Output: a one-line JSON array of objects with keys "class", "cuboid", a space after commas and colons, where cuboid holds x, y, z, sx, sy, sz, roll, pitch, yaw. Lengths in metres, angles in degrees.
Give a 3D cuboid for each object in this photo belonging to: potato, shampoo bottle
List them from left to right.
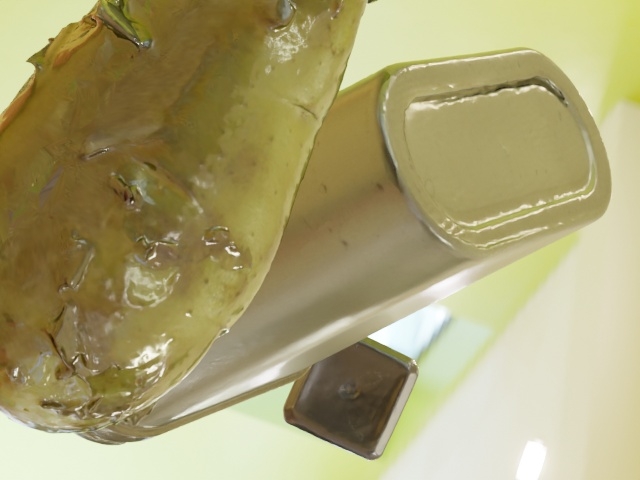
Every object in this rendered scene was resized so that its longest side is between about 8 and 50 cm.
[{"class": "potato", "cuboid": [-0.058, -0.033, 0.618, 0.225, 0.117, 0.090, -56, 164, -5]}, {"class": "shampoo bottle", "cuboid": [0.023, 0.115, 1.308, 0.080, 0.079, 0.246, -64, 177, -4]}]

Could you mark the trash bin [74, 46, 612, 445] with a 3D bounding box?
[{"class": "trash bin", "cuboid": [0.000, 0.000, 0.902, 0.247, 0.121, 0.243, -26, 174, 31]}]
